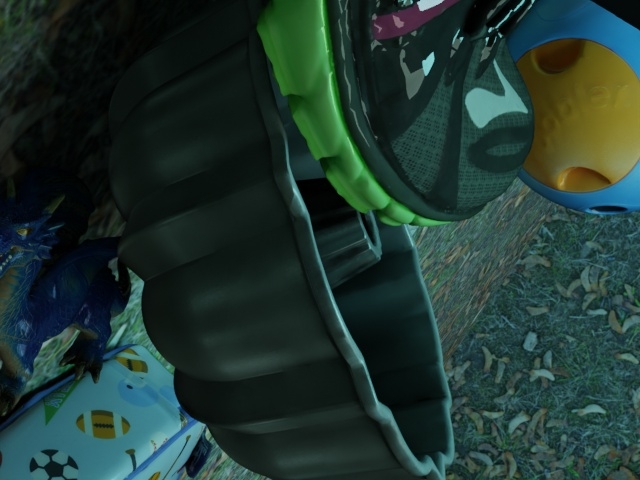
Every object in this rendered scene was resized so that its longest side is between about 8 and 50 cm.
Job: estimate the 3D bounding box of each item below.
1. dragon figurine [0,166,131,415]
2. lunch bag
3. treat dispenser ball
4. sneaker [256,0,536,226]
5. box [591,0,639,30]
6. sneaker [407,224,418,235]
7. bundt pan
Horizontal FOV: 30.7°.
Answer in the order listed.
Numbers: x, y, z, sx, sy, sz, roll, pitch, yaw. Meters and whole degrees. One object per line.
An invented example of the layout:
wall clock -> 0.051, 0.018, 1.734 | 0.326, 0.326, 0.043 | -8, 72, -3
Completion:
dragon figurine -> -0.154, 0.013, 0.711 | 0.144, 0.085, 0.289 | -59, 163, 18
lunch bag -> -0.220, 0.230, 0.940 | 0.303, 0.115, 0.243 | -32, 156, -52
treat dispenser ball -> 0.349, -0.175, 1.418 | 0.288, 0.288, 0.288 | -49, 164, -19
sneaker -> 0.064, -0.160, 0.551 | 0.483, 0.202, 0.185 | 63, 19, -59
box -> 0.358, -0.345, 1.071 | 0.296, 0.294, 0.183 | -54, 165, 3
sneaker -> 0.038, -0.111, 0.942 | 0.126, 0.127, 0.321 | -45, 161, -34
bundt pan -> -0.027, 0.005, 0.721 | 0.124, 0.331, 0.331 | -19, 170, 12
